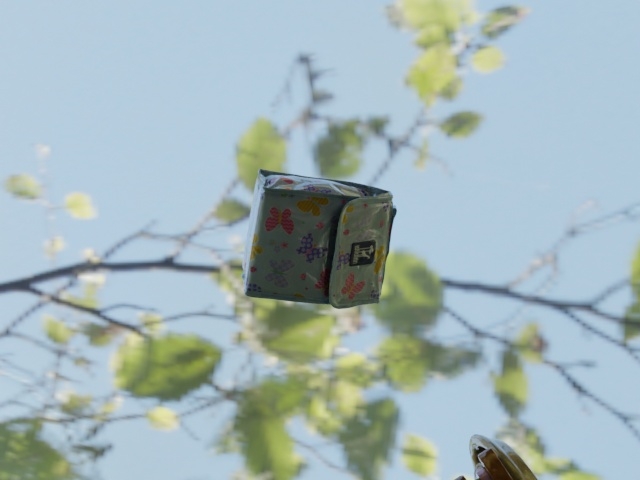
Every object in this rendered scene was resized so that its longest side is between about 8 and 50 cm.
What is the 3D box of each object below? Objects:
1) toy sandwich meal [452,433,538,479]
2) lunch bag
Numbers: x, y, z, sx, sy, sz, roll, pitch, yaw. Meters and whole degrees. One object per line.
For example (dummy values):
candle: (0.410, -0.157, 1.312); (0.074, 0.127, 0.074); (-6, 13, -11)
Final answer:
toy sandwich meal: (0.068, 0.108, 0.697); (0.029, 0.085, 0.085); (-28, -76, -10)
lunch bag: (0.000, 0.000, 1.121); (0.083, 0.053, 0.071); (8, -74, -10)
